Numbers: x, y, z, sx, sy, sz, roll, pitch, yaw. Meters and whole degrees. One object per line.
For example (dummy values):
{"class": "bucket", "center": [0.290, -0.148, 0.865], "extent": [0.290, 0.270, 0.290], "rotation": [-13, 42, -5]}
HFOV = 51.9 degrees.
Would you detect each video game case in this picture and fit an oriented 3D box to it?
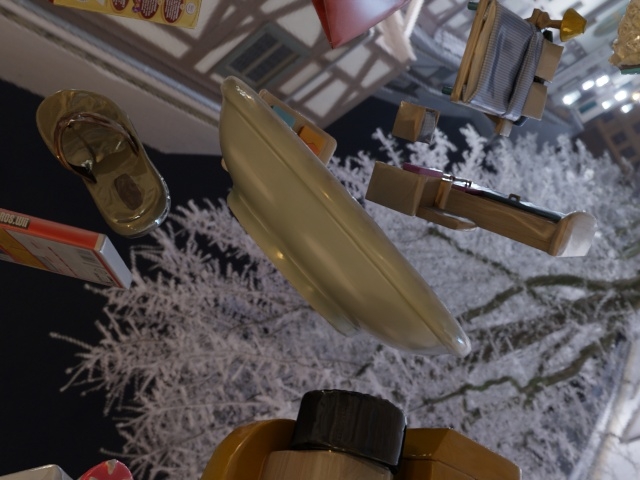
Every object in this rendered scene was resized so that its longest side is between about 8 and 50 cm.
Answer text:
{"class": "video game case", "center": [-0.399, -0.002, 0.849], "extent": [0.285, 0.204, 0.025], "rotation": [14, -108, -3]}

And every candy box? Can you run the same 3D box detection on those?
{"class": "candy box", "center": [-0.244, -0.296, 0.766], "extent": [0.109, 0.053, 0.187], "rotation": [33, -152, 34]}

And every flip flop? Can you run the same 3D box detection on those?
{"class": "flip flop", "center": [-0.287, -0.113, 0.835], "extent": [0.277, 0.112, 0.080], "rotation": [50, 180, 30]}

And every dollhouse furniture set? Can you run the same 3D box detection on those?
{"class": "dollhouse furniture set", "center": [0.247, -0.156, 0.794], "extent": [0.198, 0.303, 0.286], "rotation": [23, -167, 34]}

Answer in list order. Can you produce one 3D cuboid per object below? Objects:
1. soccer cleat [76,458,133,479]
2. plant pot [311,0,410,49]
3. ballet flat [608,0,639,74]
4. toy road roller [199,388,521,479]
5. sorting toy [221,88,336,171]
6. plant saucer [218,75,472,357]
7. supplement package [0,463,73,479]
{"class": "soccer cleat", "center": [-0.360, 0.390, 0.882], "extent": [0.083, 0.095, 0.248], "rotation": [47, -136, 9]}
{"class": "plant pot", "center": [0.072, -0.493, 0.959], "extent": [0.267, 0.236, 0.267], "rotation": [70, -179, -70]}
{"class": "ballet flat", "center": [0.501, -0.254, 0.751], "extent": [0.147, 0.147, 0.409], "rotation": [42, 175, -27]}
{"class": "toy road roller", "center": [0.026, 0.278, 0.616], "extent": [0.329, 0.241, 0.202], "rotation": [33, -124, -32]}
{"class": "sorting toy", "center": [-0.075, -0.178, 1.341], "extent": [0.208, 0.038, 0.193], "rotation": [34, -110, -24]}
{"class": "plant saucer", "center": [0.000, 0.000, 0.741], "extent": [0.400, 0.100, 0.400], "rotation": [48, 180, 0]}
{"class": "supplement package", "center": [-0.218, 0.306, 0.465], "extent": [0.194, 0.149, 0.203], "rotation": [-101, -4, -45]}
